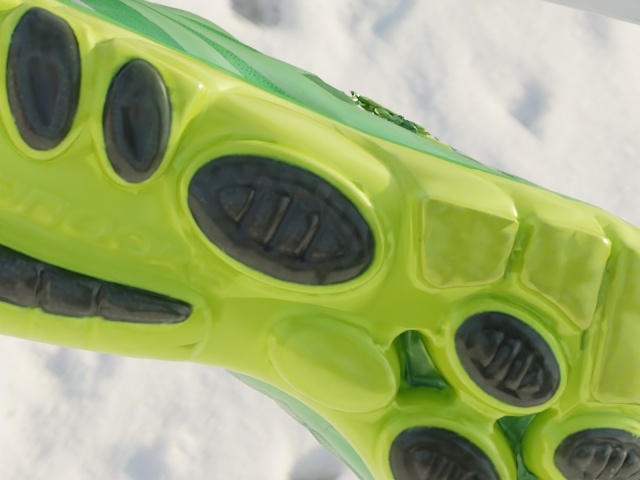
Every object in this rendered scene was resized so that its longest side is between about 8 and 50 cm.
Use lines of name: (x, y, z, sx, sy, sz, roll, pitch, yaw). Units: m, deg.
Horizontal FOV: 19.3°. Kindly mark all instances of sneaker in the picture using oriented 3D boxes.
sneaker: (0.000, 0.000, 0.510, 0.296, 0.109, 0.123, 29, 15, -22)

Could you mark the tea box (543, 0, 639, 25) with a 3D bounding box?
tea box: (0.061, -0.314, 0.927, 0.329, 0.323, 0.220, 16, 23, 8)
